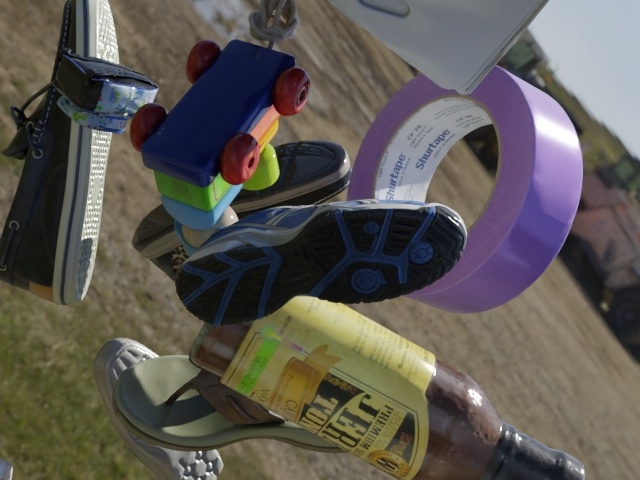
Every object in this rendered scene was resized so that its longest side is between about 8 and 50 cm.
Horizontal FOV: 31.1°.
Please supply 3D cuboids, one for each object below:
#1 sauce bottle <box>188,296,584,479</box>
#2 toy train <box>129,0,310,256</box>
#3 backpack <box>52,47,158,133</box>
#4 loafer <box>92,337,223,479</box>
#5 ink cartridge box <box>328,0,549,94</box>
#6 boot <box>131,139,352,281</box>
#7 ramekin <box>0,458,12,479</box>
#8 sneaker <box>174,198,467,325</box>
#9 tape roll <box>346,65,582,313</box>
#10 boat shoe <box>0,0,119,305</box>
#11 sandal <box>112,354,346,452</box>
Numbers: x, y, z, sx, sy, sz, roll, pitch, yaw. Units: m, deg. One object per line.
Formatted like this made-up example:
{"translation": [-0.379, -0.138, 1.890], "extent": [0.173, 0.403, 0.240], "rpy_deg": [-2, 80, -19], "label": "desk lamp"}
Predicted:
{"translation": [0.060, 0.136, 0.973], "extent": [0.344, 0.111, 0.111], "rpy_deg": [28, 13, -1], "label": "sauce bottle"}
{"translation": [-0.058, -0.106, 1.001], "extent": [0.105, 0.248, 0.143], "rpy_deg": [20, -37, 18], "label": "toy train"}
{"translation": [-0.276, -0.187, 1.477], "extent": [0.114, 0.084, 0.105], "rpy_deg": [3, 26, -44], "label": "backpack"}
{"translation": [-0.237, 0.242, 1.570], "extent": [0.111, 0.112, 0.319], "rpy_deg": [20, -34, 35], "label": "loafer"}
{"translation": [0.100, -0.294, 0.986], "extent": [0.223, 0.129, 0.307], "rpy_deg": [36, 37, -7], "label": "ink cartridge box"}
{"translation": [-0.074, 0.019, 1.822], "extent": [0.284, 0.377, 0.138], "rpy_deg": [57, 19, -29], "label": "boot"}
{"translation": [-0.338, 0.259, 0.920], "extent": [0.109, 0.207, 0.207], "rpy_deg": [20, 17, -5], "label": "ramekin"}
{"translation": [0.000, 0.000, 0.827], "extent": [0.081, 0.211, 0.080], "rpy_deg": [-75, 153, -58], "label": "sneaker"}
{"translation": [0.155, -0.060, 1.291], "extent": [0.090, 0.275, 0.274], "rpy_deg": [20, 32, -39], "label": "tape roll"}
{"translation": [-0.411, -0.153, 1.780], "extent": [0.187, 0.156, 0.499], "rpy_deg": [-24, 122, -87], "label": "boat shoe"}
{"translation": [-0.072, 0.162, 1.250], "extent": [0.120, 0.303, 0.086], "rpy_deg": [-96, -167, -45], "label": "sandal"}
